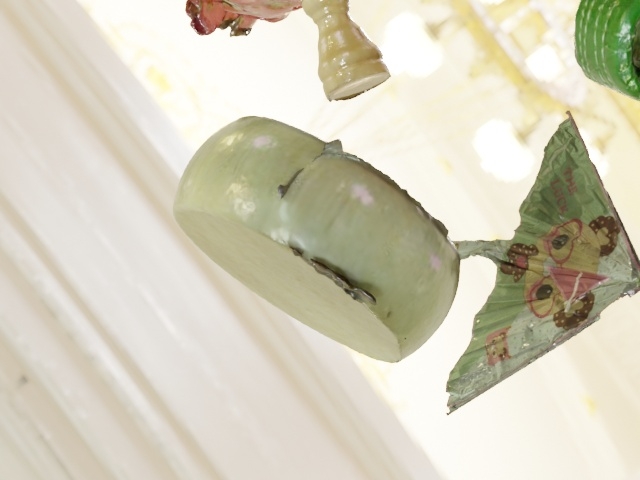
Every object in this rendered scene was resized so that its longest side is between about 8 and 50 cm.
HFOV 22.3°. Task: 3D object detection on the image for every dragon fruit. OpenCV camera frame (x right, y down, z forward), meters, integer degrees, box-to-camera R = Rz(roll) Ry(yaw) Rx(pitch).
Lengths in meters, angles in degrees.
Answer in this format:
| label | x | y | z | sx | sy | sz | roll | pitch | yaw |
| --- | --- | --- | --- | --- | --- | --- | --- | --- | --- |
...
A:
| label | x | y | z | sx | sy | sz | roll | pitch | yaw |
| --- | --- | --- | --- | --- | --- | --- | --- | --- | --- |
| dragon fruit | -0.096 | -0.290 | 1.764 | 0.262 | 0.211 | 0.134 | 29 | -113 | 7 |

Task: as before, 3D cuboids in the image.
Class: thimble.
| label | x | y | z | sx | sy | sz | roll | pitch | yaw |
| --- | --- | --- | --- | --- | --- | --- | --- | --- | --- |
| thimble | 0.311 | -0.204 | 1.597 | 0.118 | 0.130 | 0.090 | -8 | -154 | -32 |

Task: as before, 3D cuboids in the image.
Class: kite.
| label | x | y | z | sx | sy | sz | roll | pitch | yaw |
| --- | --- | --- | --- | --- | --- | --- | --- | --- | --- |
| kite | 0.201 | 0.022 | 1.521 | 0.013 | 0.322 | 0.268 | 32 | 168 | -37 |

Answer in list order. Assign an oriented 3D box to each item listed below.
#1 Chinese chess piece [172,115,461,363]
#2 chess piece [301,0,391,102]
| label | x | y | z | sx | sy | sz | roll | pitch | yaw |
| --- | --- | --- | --- | --- | --- | --- | --- | --- | --- |
| Chinese chess piece | 0.000 | 0.000 | 1.233 | 0.238 | 0.092 | 0.238 | 33 | 167 | 9 |
| chess piece | 0.014 | -0.196 | 1.507 | 0.066 | 0.066 | 0.122 | -5 | -109 | -62 |
